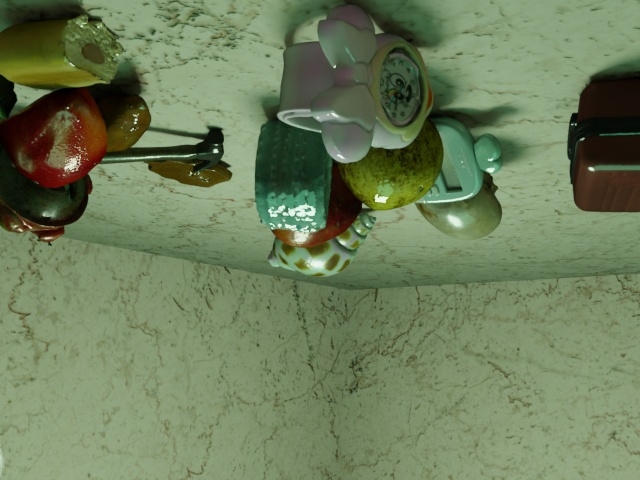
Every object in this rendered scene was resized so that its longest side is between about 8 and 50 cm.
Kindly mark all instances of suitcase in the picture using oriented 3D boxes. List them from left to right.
[{"bbox_3d":[0.544,-0.153,1.115,0.236,0.161,0.297,0,169,19],"label":"suitcase"}]

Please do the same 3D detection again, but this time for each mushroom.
[{"bbox_3d":[0.302,-0.107,1.447,0.226,0.178,0.226,37,179,0],"label":"mushroom"}]

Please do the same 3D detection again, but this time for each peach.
[{"bbox_3d":[-0.464,-0.174,1.157,0.159,0.154,0.267,-40,-156,-28],"label":"peach"}]

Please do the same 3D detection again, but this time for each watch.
[{"bbox_3d":[0.024,-0.214,0.984,0.217,0.210,0.248,6,-178,44],"label":"watch"}]

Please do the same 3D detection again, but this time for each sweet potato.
[{"bbox_3d":[-0.404,-0.225,1.275,0.112,0.112,0.359,12,171,-35],"label":"sweet potato"}]

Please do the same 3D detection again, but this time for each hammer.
[{"bbox_3d":[-0.432,-0.189,1.424,0.440,0.044,0.168,-4,166,-15],"label":"hammer"}]

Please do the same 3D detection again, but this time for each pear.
[{"bbox_3d":[0.128,-0.159,1.178,0.197,0.197,0.197,4,169,1],"label":"pear"}]

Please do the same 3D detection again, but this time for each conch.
[{"bbox_3d":[-0.001,0.000,2.066,0.368,0.197,0.249,-2,-155,10],"label":"conch"}]

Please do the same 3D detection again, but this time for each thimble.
[{"bbox_3d":[-0.052,-0.126,1.328,0.143,0.235,0.198,3,-162,6],"label":"thimble"}]

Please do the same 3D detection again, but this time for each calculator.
[{"bbox_3d":[0.219,-0.156,1.295,0.295,0.042,0.184,-3,124,38],"label":"calculator"}]

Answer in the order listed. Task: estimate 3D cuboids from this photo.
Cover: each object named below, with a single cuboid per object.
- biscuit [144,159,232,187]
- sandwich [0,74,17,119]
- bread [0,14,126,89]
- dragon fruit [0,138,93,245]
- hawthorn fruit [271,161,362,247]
[{"bbox_3d":[-0.342,-0.184,1.652,0.215,0.034,0.182,15,164,-36],"label":"biscuit"},{"bbox_3d":[-0.600,-0.288,1.135,0.159,0.079,0.235,12,167,14],"label":"sandwich"},{"bbox_3d":[-0.406,-0.287,1.004,0.173,0.085,0.134,0,176,17],"label":"bread"},{"bbox_3d":[-0.643,-0.139,1.488,0.268,0.295,0.130,23,132,-36],"label":"dragon fruit"},{"bbox_3d":[-0.007,-0.098,1.544,0.261,0.224,0.224,-10,170,-6],"label":"hawthorn fruit"}]
